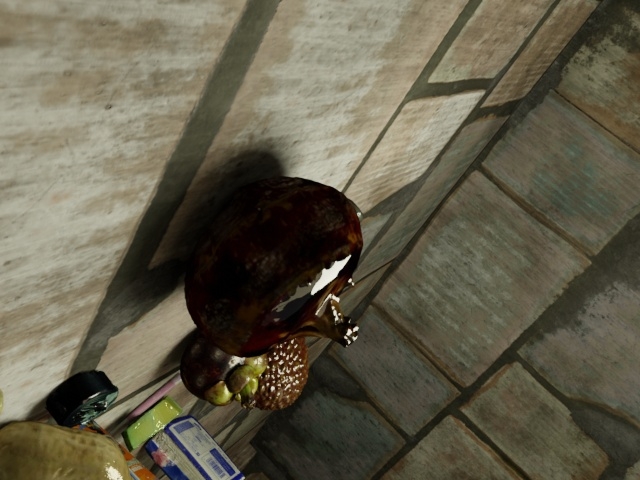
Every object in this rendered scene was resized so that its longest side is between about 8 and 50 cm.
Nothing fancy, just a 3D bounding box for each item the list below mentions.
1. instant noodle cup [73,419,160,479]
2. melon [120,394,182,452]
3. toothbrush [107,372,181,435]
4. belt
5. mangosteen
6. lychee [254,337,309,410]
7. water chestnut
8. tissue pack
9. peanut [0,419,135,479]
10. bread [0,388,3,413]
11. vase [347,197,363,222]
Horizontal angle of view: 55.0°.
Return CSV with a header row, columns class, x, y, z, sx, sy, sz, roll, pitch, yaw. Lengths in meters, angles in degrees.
class,x,y,z,sx,sy,sz,roll,pitch,yaw
instant noodle cup,-0.473,0.497,1.188,0.296,0.214,0.296,-43,166,-14
melon,-0.411,0.440,1.471,0.118,0.064,0.209,-35,176,-2
toothbrush,-0.438,0.410,1.453,0.286,0.020,0.025,-38,172,-29
belt,-0.417,0.283,1.084,0.105,0.058,0.140,-45,167,5
mangosteen,-0.211,0.296,1.402,0.192,0.217,0.192,-39,158,-19
lychee,-0.139,0.314,1.651,0.271,0.271,0.271,-43,166,-14
water chestnut,-0.049,0.061,1.049,0.350,0.302,0.350,-39,165,-13
tissue pack,-0.375,0.664,1.828,0.137,0.270,0.209,-45,169,-1
peanut,-0.416,0.375,1.009,0.253,0.122,0.137,24,105,-28
bread,-0.491,0.243,0.740,0.125,0.068,0.188,-52,166,20
vase,0.000,0.000,1.454,0.237,0.115,0.115,-43,166,-24
